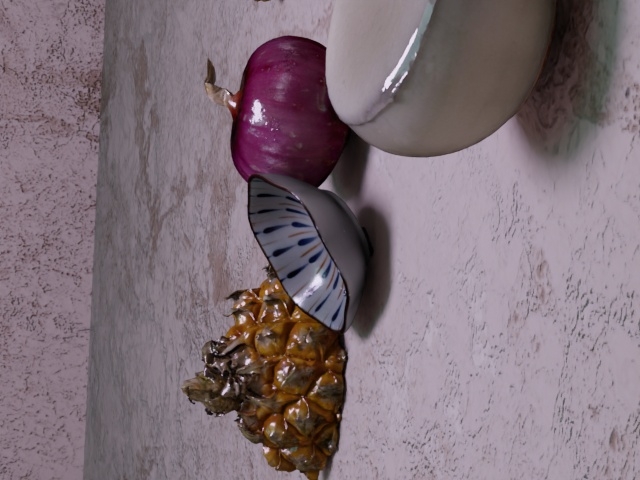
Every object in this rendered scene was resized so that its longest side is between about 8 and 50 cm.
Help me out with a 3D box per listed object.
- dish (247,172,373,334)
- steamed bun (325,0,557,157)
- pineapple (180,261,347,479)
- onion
[{"bbox_3d":[0.000,0.000,1.958,0.190,0.066,0.190,47,155,30],"label":"dish"},{"bbox_3d":[0.110,-0.174,1.515,0.232,0.145,0.231,-48,34,47],"label":"steamed bun"},{"bbox_3d":[-0.059,0.124,2.055,0.140,0.164,0.249,137,137,-57],"label":"pineapple"},{"bbox_3d":[-0.036,-0.132,2.024,0.177,0.153,0.177,31,125,59],"label":"onion"}]
